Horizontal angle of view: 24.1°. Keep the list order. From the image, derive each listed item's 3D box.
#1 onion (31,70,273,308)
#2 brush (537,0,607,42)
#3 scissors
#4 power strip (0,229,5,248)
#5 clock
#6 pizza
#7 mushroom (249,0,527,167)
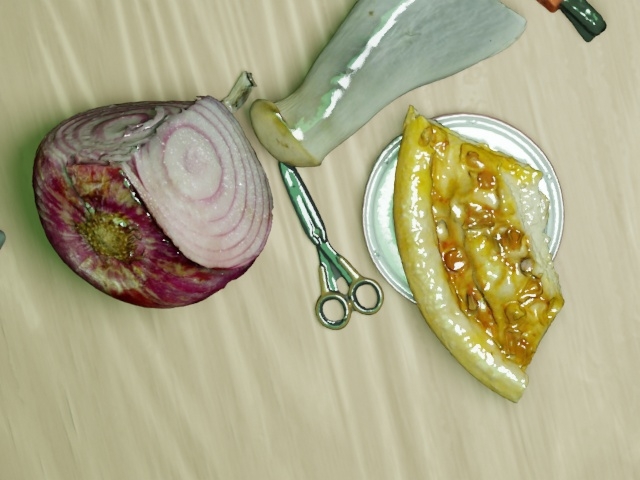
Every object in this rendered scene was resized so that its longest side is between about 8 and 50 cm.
[{"bbox_3d":[-0.208,-0.041,1.759,0.230,0.272,0.256,-17,88,33],"label":"onion"},{"bbox_3d":[0.212,-0.353,1.750,0.323,0.070,0.051,42,94,2],"label":"brush"},{"bbox_3d":[0.000,0.000,1.834,0.088,0.017,0.220,-24,92,9],"label":"scissors"},{"bbox_3d":[-0.507,0.050,1.872,0.145,0.061,0.216,30,97,2],"label":"power strip"},{"bbox_3d":[0.170,-0.031,1.792,0.244,0.056,0.244,1,96,7],"label":"clock"},{"bbox_3d":[0.184,0.012,1.729,0.182,0.074,0.365,-12,97,16],"label":"pizza"},{"bbox_3d":[0.069,-0.203,1.748,0.328,0.122,0.159,-41,81,3],"label":"mushroom"}]
